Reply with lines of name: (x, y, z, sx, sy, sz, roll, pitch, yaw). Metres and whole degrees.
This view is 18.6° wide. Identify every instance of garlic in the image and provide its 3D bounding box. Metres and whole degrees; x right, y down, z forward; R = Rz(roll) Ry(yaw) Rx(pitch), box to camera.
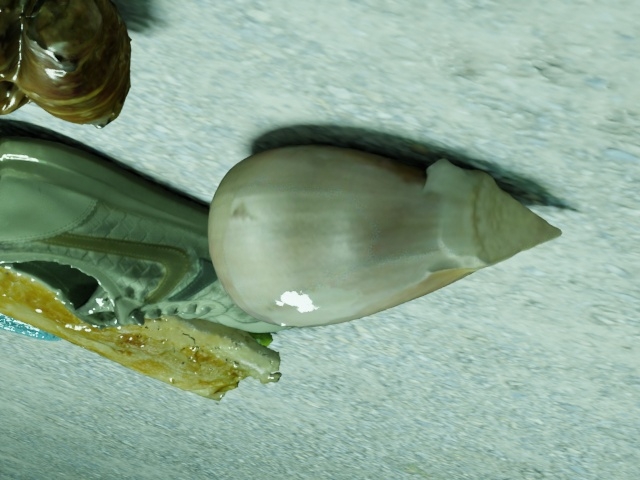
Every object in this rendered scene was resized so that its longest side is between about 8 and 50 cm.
garlic: (-0.004, -0.002, 1.173, 0.148, 0.128, 0.266, 37, 169, -23)

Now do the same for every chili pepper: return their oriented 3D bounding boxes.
chili pepper: (-0.058, 0.070, 1.604, 0.030, 0.017, 0.083, 2, 162, 20)

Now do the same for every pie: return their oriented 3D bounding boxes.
pie: (-0.164, 0.056, 1.554, 0.282, 0.068, 0.128, 28, 151, -19)

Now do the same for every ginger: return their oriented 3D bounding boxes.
ginger: (-0.147, -0.105, 0.960, 0.103, 0.073, 0.162, 6, 170, 0)

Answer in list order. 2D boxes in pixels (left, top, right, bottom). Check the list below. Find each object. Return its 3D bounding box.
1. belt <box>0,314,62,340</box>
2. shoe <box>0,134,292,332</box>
belt: (-0.304, 0.049, 1.711, 0.179, 0.065, 0.100, 18, 155, -3)
shoe: (-0.126, 0.017, 1.336, 0.275, 0.098, 0.103, 24, 167, -31)
